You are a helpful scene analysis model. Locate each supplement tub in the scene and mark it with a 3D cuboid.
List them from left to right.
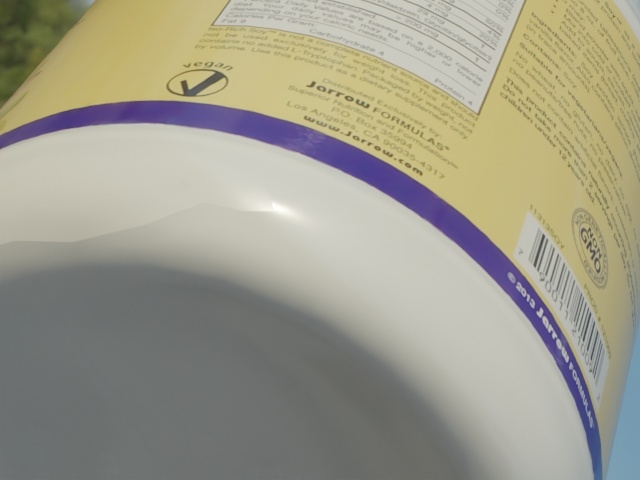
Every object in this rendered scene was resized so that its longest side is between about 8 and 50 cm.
[{"bbox_3d":[0.000,0.000,0.651,0.331,0.241,0.241,-64,143,-54],"label":"supplement tub"}]
